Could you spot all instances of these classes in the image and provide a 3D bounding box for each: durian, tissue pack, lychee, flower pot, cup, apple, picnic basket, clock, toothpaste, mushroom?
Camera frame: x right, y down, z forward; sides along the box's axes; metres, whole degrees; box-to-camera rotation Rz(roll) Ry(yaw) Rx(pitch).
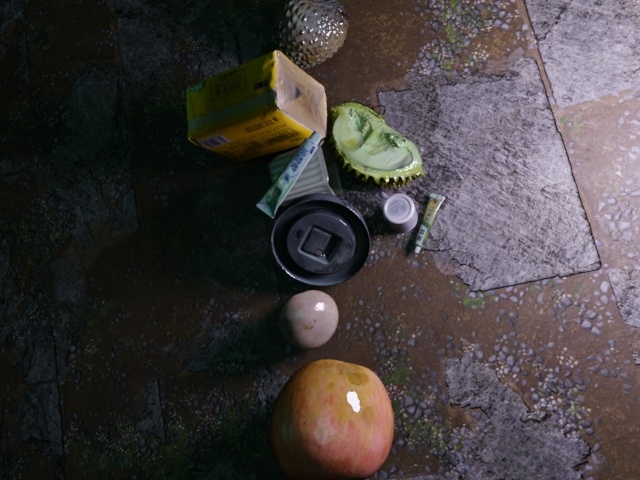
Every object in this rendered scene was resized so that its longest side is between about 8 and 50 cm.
[{"bbox_3d":[0.154,-0.304,1.553,0.394,0.163,0.198,52,120,18],"label":"durian"},{"bbox_3d":[-0.208,-0.424,1.588,0.381,0.293,0.228,-8,76,32],"label":"tissue pack"},{"bbox_3d":[-0.036,-0.733,1.662,0.255,0.255,0.274,37,126,18],"label":"lychee"},{"bbox_3d":[-0.042,-0.201,1.597,0.189,0.239,0.209,-15,50,15],"label":"flower pot"},{"bbox_3d":[0.238,-0.091,1.537,0.136,0.133,0.099,17,85,18],"label":"cup"},{"bbox_3d":[0.032,0.522,1.411,0.363,0.364,0.364,-2,82,17],"label":"apple"},{"bbox_3d":[0.182,-0.430,1.631,0.083,0.072,0.072,-2,82,26],"label":"picnic basket"},{"bbox_3d":[0.000,0.000,1.544,0.318,0.066,0.319,2,120,4],"label":"clock"},{"bbox_3d":[-0.091,-0.207,1.483,0.074,0.048,0.297,38,100,15],"label":"toothpaste"},{"bbox_3d":[0.344,-0.055,1.554,0.049,0.031,0.204,21,87,18],"label":"toothpaste"},{"bbox_3d":[-0.047,0.246,1.572,0.204,0.204,0.204,-2,82,17],"label":"mushroom"}]
